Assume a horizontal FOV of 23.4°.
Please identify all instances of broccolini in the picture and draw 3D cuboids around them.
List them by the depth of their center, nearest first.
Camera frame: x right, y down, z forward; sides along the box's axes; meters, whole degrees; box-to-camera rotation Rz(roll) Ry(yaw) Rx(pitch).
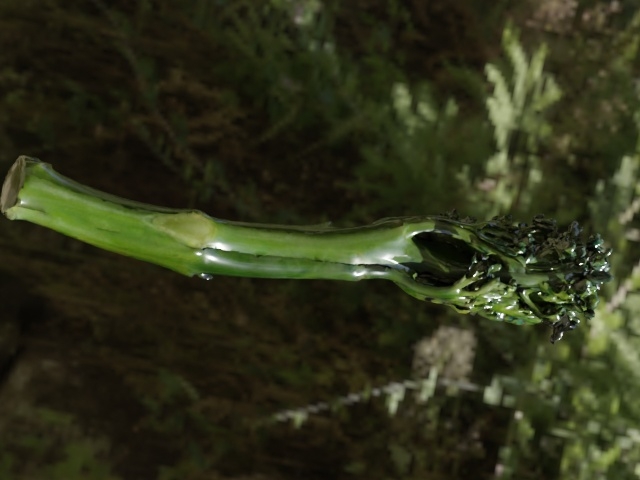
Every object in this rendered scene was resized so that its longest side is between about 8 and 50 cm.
[{"bbox_3d":[0.000,0.000,0.568,0.051,0.239,0.054,149,-55,-61],"label":"broccolini"}]
